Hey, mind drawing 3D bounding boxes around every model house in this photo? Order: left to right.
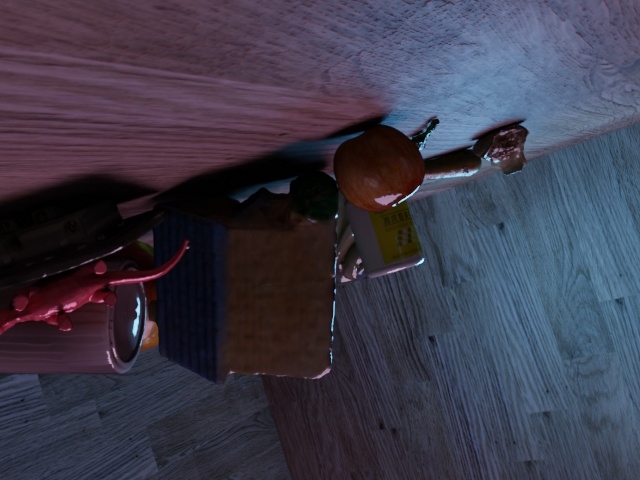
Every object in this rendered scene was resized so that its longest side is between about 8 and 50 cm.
[{"bbox_3d":[-0.140,0.032,1.119,0.342,0.335,0.382,1,-164,1],"label":"model house"}]

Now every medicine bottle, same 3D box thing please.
[{"bbox_3d":[0.135,-0.052,1.349,0.143,0.258,0.143,-18,176,-1],"label":"medicine bottle"}]

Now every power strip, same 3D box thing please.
[{"bbox_3d":[-0.369,-0.006,0.843,0.256,0.092,0.251,-18,-174,0],"label":"power strip"}]

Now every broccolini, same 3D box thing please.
[{"bbox_3d":[0.200,-0.208,1.133,0.035,0.030,0.140,19,172,1],"label":"broccolini"}]

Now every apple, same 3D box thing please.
[{"bbox_3d":[0.092,-0.120,0.970,0.146,0.131,0.146,-30,-168,7],"label":"apple"}]

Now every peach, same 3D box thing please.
[{"bbox_3d":[-0.448,0.133,1.312,0.280,0.281,0.238,-17,-172,-9],"label":"peach"}]

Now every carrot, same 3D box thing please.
[{"bbox_3d":[0.304,-0.194,1.636,0.298,0.078,0.078,-13,177,-8],"label":"carrot"}]

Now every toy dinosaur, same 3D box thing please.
[{"bbox_3d":[-0.334,0.057,0.833,0.286,0.070,0.139,-28,-159,-32],"label":"toy dinosaur"}]

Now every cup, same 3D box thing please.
[{"bbox_3d":[-0.458,0.135,1.036,0.273,0.208,0.288,0,160,2],"label":"cup"}]

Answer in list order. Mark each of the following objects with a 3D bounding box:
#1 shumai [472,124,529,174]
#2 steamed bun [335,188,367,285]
[{"bbox_3d":[0.470,-0.223,1.491,0.145,0.116,0.145,-15,177,-1],"label":"shumai"},{"bbox_3d":[0.067,0.017,1.764,0.352,0.247,0.339,4,148,-45],"label":"steamed bun"}]
